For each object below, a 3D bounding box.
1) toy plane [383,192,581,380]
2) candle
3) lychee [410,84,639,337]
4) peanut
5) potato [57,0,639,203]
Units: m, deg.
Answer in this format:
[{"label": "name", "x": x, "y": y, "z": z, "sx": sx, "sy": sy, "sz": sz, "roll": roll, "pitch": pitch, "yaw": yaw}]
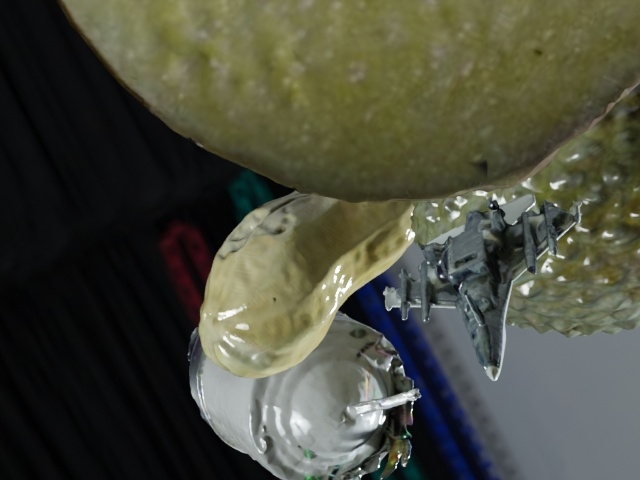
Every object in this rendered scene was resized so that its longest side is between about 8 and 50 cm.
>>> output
[{"label": "toy plane", "x": 0.110, "y": 0.023, "z": 1.325, "sx": 0.160, "sy": 0.082, "sz": 0.234, "roll": -25, "pitch": -168, "yaw": 15}, {"label": "candle", "x": -0.006, "y": 0.156, "z": 1.949, "sx": 0.187, "sy": 0.187, "sz": 0.330, "roll": -28, "pitch": -163, "yaw": -16}, {"label": "lychee", "x": 0.211, "y": -0.039, "z": 1.557, "sx": 0.274, "sy": 0.255, "sz": 0.255, "roll": -26, "pitch": 180, "yaw": -13}, {"label": "peanut", "x": 0.000, "y": 0.000, "z": 1.707, "sx": 0.290, "sy": 0.130, "sz": 0.130, "roll": -45, "pitch": -174, "yaw": -16}, {"label": "potato", "x": 0.043, "y": -0.281, "z": 1.071, "sx": 0.442, "sy": 0.385, "sz": 0.319, "roll": -55, "pitch": -155, "yaw": 23}]
